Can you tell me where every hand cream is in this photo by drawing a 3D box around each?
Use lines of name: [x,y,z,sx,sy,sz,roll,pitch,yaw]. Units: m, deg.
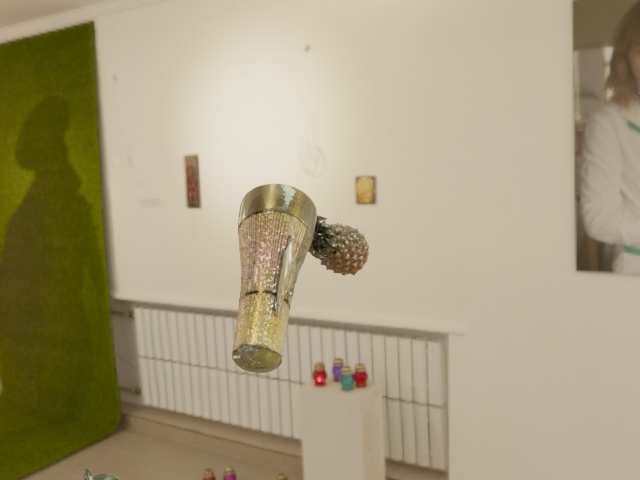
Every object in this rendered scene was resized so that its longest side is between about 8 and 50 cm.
hand cream: [-0.053,0.036,0.610,0.084,0.084,0.203,-1,46,8]

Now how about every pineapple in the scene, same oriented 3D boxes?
pineapple: [0.000,0.000,0.837,0.074,0.074,0.159,3,-14,41]

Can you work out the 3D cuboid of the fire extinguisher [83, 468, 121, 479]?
fire extinguisher: [-0.381,0.486,1.117,0.093,0.294,0.118,-28,53,-24]
